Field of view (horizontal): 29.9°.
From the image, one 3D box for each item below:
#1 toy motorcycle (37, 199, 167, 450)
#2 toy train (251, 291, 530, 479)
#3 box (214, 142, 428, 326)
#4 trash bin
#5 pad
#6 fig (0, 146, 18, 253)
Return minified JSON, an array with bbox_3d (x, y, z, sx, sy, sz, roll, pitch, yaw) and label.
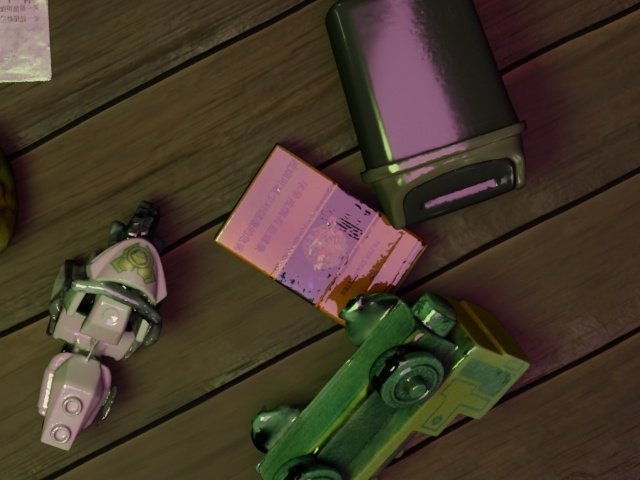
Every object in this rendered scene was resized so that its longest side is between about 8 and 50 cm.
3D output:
[{"bbox_3d":[-0.274,0.108,1.485,0.143,0.188,0.327,24,95,-14],"label":"toy motorcycle"},{"bbox_3d":[0.071,0.225,1.536,0.237,0.150,0.369,25,112,-43],"label":"toy train"},{"bbox_3d":[0.000,0.000,1.556,0.237,0.070,0.152,33,93,-9],"label":"box"},{"bbox_3d":[0.129,-0.176,1.492,0.209,0.182,0.290,-19,93,-2],"label":"trash bin"},{"bbox_3d":[-0.475,-0.277,1.509,0.264,0.009,0.160,-2,98,-4],"label":"pad"},{"bbox_3d":[-0.472,-0.051,1.462,0.191,0.181,0.181,4,98,20],"label":"fig"}]
